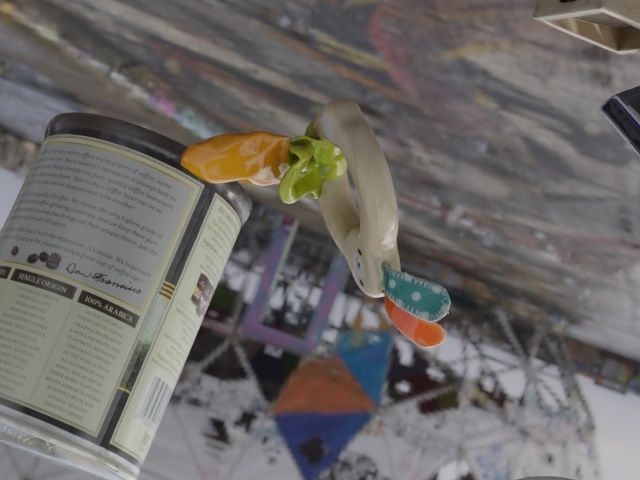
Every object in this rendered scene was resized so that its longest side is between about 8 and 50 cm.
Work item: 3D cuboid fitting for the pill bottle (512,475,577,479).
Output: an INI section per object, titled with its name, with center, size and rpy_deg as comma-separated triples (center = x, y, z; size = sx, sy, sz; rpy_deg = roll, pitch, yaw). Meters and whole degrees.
[pill bottle]
center = 0.058, 0.253, 0.714
size = 0.188, 0.188, 0.334
rpy_deg = 20, 143, -10

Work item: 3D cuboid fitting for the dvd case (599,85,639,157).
[dvd case]
center = 0.403, -0.066, 1.348
size = 0.238, 0.029, 0.179
rpy_deg = 53, -143, 12

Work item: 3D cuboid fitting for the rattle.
[rattle]
center = 0.000, 0.000, 1.011
size = 0.143, 0.199, 0.130
rpy_deg = -10, 170, -33

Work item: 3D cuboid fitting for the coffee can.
[coffee can]
center = -0.204, 0.053, 1.185
size = 0.201, 0.275, 0.201
rpy_deg = 20, 162, 7

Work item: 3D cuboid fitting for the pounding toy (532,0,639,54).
[pounding toy]
center = 0.273, -0.243, 1.219
size = 0.141, 0.100, 0.130
rpy_deg = 17, 176, -25
